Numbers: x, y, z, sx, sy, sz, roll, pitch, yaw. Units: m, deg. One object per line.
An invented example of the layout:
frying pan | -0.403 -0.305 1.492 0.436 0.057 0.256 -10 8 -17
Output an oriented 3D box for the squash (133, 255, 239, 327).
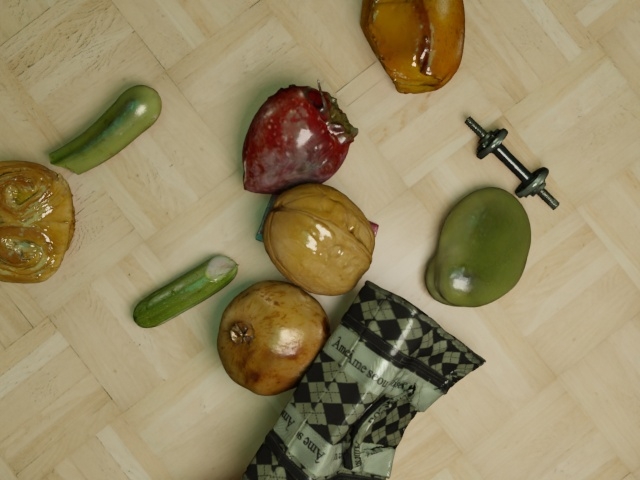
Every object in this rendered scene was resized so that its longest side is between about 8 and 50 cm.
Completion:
squash | -0.268 0.103 1.155 0.238 0.069 0.069 -30 90 -1

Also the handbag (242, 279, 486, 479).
handbag | 0.093 0.319 1.066 0.316 0.180 0.416 37 86 -44

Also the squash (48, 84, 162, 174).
squash | -0.421 -0.217 1.154 0.250 0.083 0.083 -38 90 2

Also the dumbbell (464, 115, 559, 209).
dumbbell | 0.385 -0.156 1.162 0.254 0.081 0.081 44 89 -1

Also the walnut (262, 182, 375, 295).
walnut | 0.000 0.000 1.074 0.193 0.193 0.225 -47 114 -1

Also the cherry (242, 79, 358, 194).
cherry | -0.057 -0.182 1.109 0.249 0.192 0.175 -44 53 9

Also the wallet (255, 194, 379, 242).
wallet | -0.005 -0.017 1.183 0.232 0.025 0.120 20 88 -2

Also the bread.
bread | -0.587 -0.036 1.125 0.198 0.120 0.236 6 89 -2

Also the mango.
mango | 0.168 -0.454 1.124 0.198 0.201 0.351 0 79 -37

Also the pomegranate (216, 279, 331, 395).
pomegranate | -0.089 0.182 1.082 0.215 0.215 0.216 0 89 -1

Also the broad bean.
broad bean | 0.321 0.019 1.142 0.189 0.121 0.263 31 87 -4
